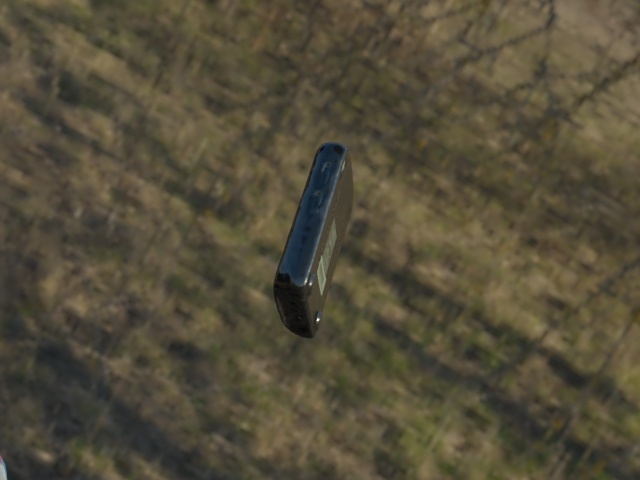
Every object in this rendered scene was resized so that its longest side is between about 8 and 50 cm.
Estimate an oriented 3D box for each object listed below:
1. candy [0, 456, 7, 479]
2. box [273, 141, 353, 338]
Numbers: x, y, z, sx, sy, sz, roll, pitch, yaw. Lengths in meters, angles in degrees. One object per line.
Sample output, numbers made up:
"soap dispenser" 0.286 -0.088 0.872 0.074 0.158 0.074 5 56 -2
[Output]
"candy" -0.322 0.187 1.158 0.157 0.100 0.306 -9 -18 -9
"box" 0.000 0.000 1.140 0.027 0.125 0.126 15 -18 10
